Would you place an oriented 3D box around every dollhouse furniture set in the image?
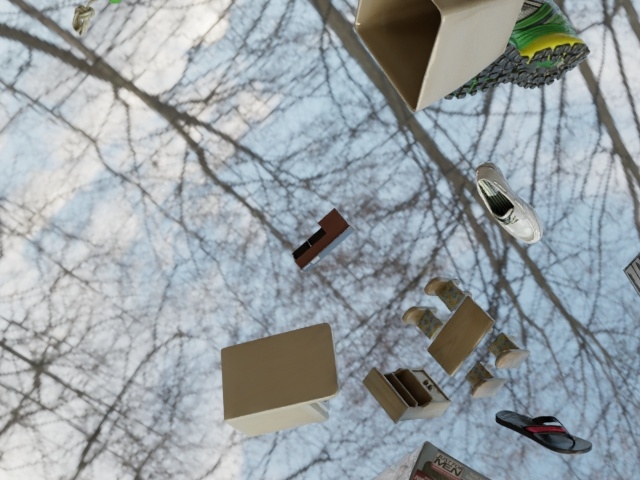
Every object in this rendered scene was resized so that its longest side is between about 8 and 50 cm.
[{"bbox_3d":[0.220,0.217,1.671,0.212,0.161,0.242,48,-65,33],"label":"dollhouse furniture set"}]

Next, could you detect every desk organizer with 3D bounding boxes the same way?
[{"bbox_3d":[0.000,0.000,1.719,0.130,0.047,0.050,-42,-106,4],"label":"desk organizer"}]

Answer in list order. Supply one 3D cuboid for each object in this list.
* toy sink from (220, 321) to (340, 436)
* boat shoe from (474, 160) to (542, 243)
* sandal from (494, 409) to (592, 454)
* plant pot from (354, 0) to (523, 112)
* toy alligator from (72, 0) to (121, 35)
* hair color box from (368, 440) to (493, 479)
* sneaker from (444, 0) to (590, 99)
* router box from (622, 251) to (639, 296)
[{"bbox_3d":[-0.060,0.273,1.720,0.234,0.131,0.153,-17,-122,15],"label":"toy sink"},{"bbox_3d":[0.403,-0.066,1.944,0.083,0.226,0.076,-31,-161,37],"label":"boat shoe"},{"bbox_3d":[0.395,0.332,1.580,0.179,0.067,0.040,19,-71,32],"label":"sandal"},{"bbox_3d":[0.100,-0.188,0.721,0.096,0.109,0.109,-19,-119,-20],"label":"plant pot"},{"bbox_3d":[-0.159,-0.233,0.751,0.189,0.051,0.056,-37,-108,52],"label":"toy alligator"},{"bbox_3d":[0.181,0.491,1.573,0.114,0.185,0.374,-60,180,-31],"label":"hair color box"},{"bbox_3d":[0.245,-0.307,1.346,0.134,0.343,0.146,-48,-121,47],"label":"sneaker"},{"bbox_3d":[0.744,-0.017,1.632,0.308,0.243,0.081,-21,-113,-14],"label":"router box"}]
